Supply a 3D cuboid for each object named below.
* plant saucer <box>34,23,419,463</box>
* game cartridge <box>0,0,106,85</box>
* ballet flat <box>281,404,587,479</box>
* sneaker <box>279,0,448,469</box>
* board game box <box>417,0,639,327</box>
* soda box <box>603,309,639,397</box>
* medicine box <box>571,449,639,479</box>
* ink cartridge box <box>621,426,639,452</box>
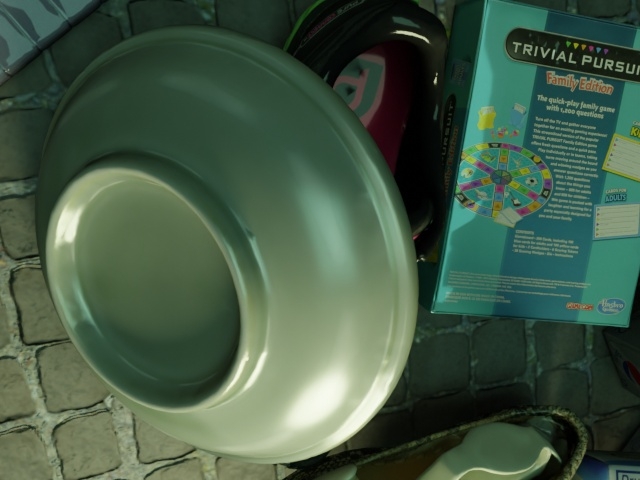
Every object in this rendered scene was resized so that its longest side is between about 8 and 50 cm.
[{"bbox_3d":[-0.121,0.027,0.591,0.400,0.100,0.401,10,111,27],"label":"plant saucer"},{"bbox_3d":[-0.366,-0.311,0.609,0.230,0.068,0.355,-39,107,1],"label":"game cartridge"},{"bbox_3d":[0.089,0.268,0.721,0.482,0.164,0.182,-14,149,-28],"label":"ballet flat"},{"bbox_3d":[0.000,0.000,0.653,0.185,0.202,0.483,7,101,-16],"label":"sneaker"},{"bbox_3d":[0.255,-0.079,0.798,0.253,0.079,0.336,6,99,-15],"label":"board game box"},{"bbox_3d":[0.515,0.101,0.893,0.286,0.091,0.098,-28,107,-7],"label":"soda box"},{"bbox_3d":[0.424,0.402,0.810,0.263,0.149,0.289,5,78,-5],"label":"medicine box"},{"bbox_3d":[0.486,0.262,0.941,0.097,0.046,0.207,35,91,-19],"label":"ink cartridge box"}]
